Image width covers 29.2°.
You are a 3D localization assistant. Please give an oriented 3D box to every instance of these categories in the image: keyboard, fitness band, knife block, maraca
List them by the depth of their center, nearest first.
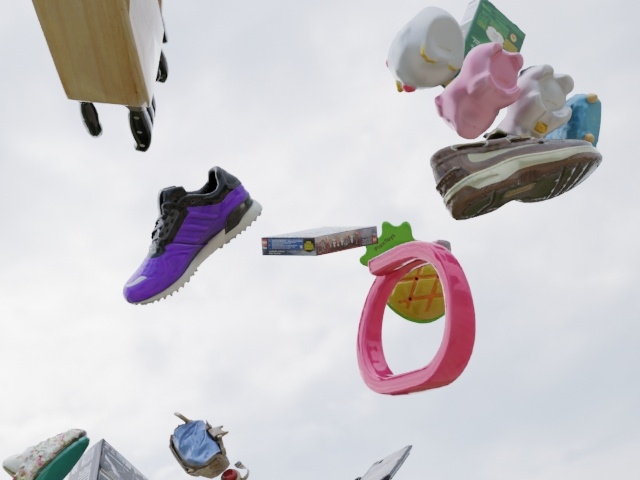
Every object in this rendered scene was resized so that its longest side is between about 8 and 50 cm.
[{"bbox_3d":[-0.209,-0.179,1.204,0.088,0.275,0.242,4,-69,2],"label":"knife block"},{"bbox_3d":[0.130,0.113,1.738,0.054,0.209,0.291,4,-15,-25],"label":"fitness band"},{"bbox_3d":[0.090,0.384,1.986,0.108,0.023,0.180,-31,-3,18],"label":"keyboard"},{"bbox_3d":[0.147,0.053,2.045,0.127,0.185,0.099,-39,-9,-4],"label":"maraca"}]

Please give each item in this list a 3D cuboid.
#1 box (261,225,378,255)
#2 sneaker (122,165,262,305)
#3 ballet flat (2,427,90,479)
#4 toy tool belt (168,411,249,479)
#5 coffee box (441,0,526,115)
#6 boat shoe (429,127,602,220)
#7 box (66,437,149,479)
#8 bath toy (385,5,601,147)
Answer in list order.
[{"bbox_3d":[0.000,0.000,1.641,0.094,0.027,0.137,0,7,38],"label":"box"},{"bbox_3d":[-0.251,-0.019,2.136,0.293,0.102,0.146,-42,-65,-16],"label":"sneaker"},{"bbox_3d":[-0.403,0.332,1.613,0.241,0.077,0.091,-54,-16,-15],"label":"ballet flat"},{"bbox_3d":[-0.106,0.194,1.140,0.052,0.083,0.051,-37,-41,-23],"label":"toy tool belt"},{"bbox_3d":[0.264,-0.297,2.007,0.113,0.184,0.040,36,-32,-25],"label":"coffee box"},{"bbox_3d":[0.240,-0.101,1.505,0.257,0.095,0.095,-13,-28,-40],"label":"boat shoe"},{"bbox_3d":[-0.236,0.454,1.753,0.076,0.242,0.307,-42,-73,8],"label":"box"},{"bbox_3d":[0.227,-0.198,1.709,0.348,0.151,0.129,24,-19,-29],"label":"bath toy"}]
